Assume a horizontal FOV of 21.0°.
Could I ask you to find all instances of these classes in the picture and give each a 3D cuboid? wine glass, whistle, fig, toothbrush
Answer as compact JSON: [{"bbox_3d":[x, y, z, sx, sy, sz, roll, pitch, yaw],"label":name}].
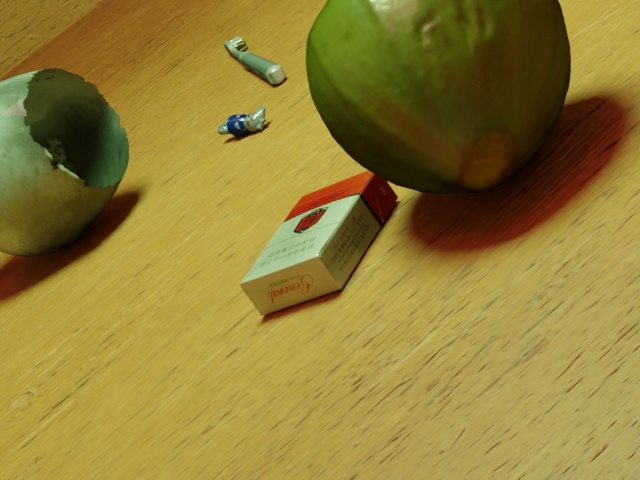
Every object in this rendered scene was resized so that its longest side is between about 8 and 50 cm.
[{"bbox_3d":[-0.410,-0.071,2.204,0.323,0.238,0.238,-35,15,33],"label":"wine glass"},{"bbox_3d":[-0.098,-0.147,2.159,0.083,0.029,0.033,-11,62,42],"label":"whistle"},{"bbox_3d":[0.108,-0.143,1.521,0.239,0.239,0.271,-28,45,20],"label":"fig"},{"bbox_3d":[-0.095,-0.254,2.426,0.030,0.025,0.342,-33,18,-3],"label":"toothbrush"}]

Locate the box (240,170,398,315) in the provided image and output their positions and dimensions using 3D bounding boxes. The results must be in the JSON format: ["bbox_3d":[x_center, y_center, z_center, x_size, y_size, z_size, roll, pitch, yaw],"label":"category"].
[{"bbox_3d":[0.000,0.000,1.615,0.100,0.048,0.152,-18,23,36],"label":"box"}]
